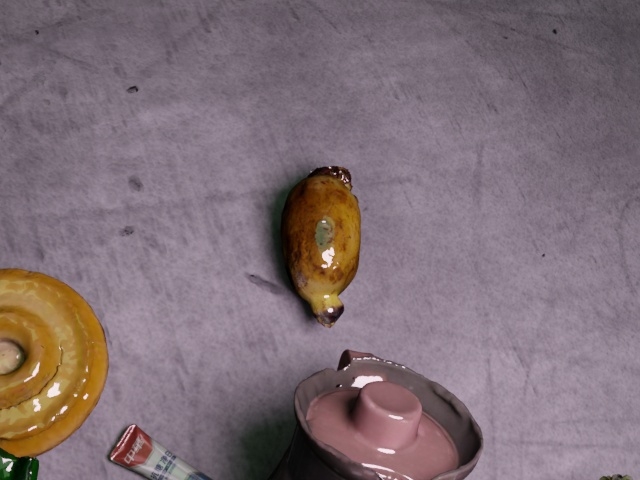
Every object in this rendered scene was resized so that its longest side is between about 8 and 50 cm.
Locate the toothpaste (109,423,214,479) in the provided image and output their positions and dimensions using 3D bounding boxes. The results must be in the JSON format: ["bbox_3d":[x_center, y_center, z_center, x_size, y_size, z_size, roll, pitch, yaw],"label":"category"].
[{"bbox_3d":[-0.201,0.362,1.032,0.239,0.039,0.062,30,66,3],"label":"toothpaste"}]

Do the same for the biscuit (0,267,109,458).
[{"bbox_3d":[-0.465,0.178,1.013,0.297,0.102,0.296,7,64,-15],"label":"biscuit"}]

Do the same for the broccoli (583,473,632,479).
[{"bbox_3d":[0.441,0.529,1.043,0.281,0.347,0.293,-29,30,4],"label":"broccoli"}]

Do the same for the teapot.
[{"bbox_3d":[0.046,0.337,0.922,0.306,0.361,0.376,12,21,-9],"label":"teapot"}]

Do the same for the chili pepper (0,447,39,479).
[{"bbox_3d":[-0.415,0.379,0.907,0.098,0.061,0.224,-6,90,12],"label":"chili pepper"}]

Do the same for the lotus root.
[{"bbox_3d":[0.000,0.000,1.199,0.142,0.169,0.314,1,63,-1],"label":"lotus root"}]
